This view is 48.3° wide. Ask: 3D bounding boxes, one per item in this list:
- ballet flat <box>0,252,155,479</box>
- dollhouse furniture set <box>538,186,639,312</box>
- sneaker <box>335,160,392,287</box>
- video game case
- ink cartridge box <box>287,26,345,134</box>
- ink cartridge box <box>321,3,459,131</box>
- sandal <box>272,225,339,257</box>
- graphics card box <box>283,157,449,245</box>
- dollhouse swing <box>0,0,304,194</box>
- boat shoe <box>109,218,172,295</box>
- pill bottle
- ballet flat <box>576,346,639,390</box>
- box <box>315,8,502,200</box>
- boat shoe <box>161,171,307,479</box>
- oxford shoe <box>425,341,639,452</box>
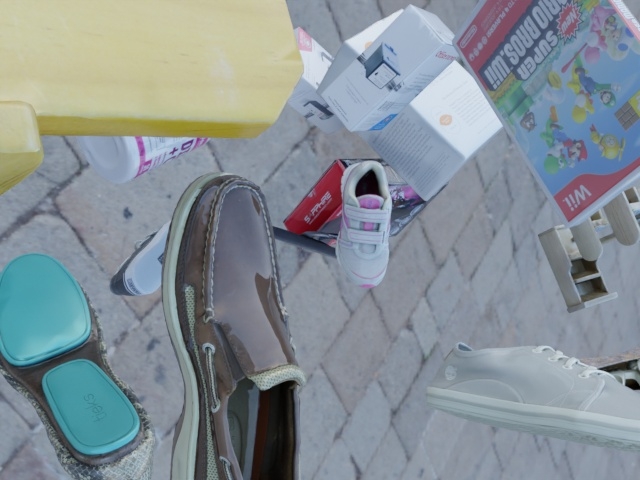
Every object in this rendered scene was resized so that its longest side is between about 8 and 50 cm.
[{"bbox_3d":[-0.385,0.216,1.081,0.164,0.483,0.182,-19,132,-29],"label":"ballet flat"},{"bbox_3d":[0.542,0.013,1.288,0.212,0.242,0.161,-10,75,-35],"label":"dollhouse furniture set"},{"bbox_3d":[0.081,-0.039,1.336,0.111,0.103,0.252,109,-22,-77],"label":"sneaker"},{"bbox_3d":[0.267,-0.183,0.791,0.025,0.204,0.285,-16,69,-29],"label":"video game case"},{"bbox_3d":[-0.016,-0.378,1.710,0.218,0.092,0.158,32,47,-45],"label":"ink cartridge box"},{"bbox_3d":[0.114,-0.258,1.094,0.082,0.191,0.140,51,25,9],"label":"ink cartridge box"},{"bbox_3d":[-0.001,0.000,1.545,0.097,0.255,0.054,28,80,-74],"label":"sandal"},{"bbox_3d":[0.117,-0.094,1.723,0.371,0.233,0.094,-8,58,-47],"label":"graphics card box"},{"bbox_3d":[-0.243,-0.168,0.482,0.305,0.315,0.346,-1,72,-54],"label":"dollhouse swing"},{"bbox_3d":[-0.378,0.035,1.674,0.113,0.105,0.306,61,35,-24],"label":"boat shoe"},{"bbox_3d":[-0.300,-0.231,1.344,0.283,0.160,0.160,-36,121,-41],"label":"pill bottle"},{"bbox_3d":[0.693,0.311,1.620,0.106,0.316,0.107,-81,157,-71],"label":"ballet flat"},{"bbox_3d":[0.200,-0.295,1.541,0.345,0.168,0.215,46,53,6],"label":"box"},{"bbox_3d":[-0.045,0.081,0.492,0.095,0.095,0.257,-6,96,-46],"label":"boat shoe"},{"bbox_3d":[0.353,0.221,1.025,0.169,0.449,0.130,32,69,-42],"label":"oxford shoe"}]
